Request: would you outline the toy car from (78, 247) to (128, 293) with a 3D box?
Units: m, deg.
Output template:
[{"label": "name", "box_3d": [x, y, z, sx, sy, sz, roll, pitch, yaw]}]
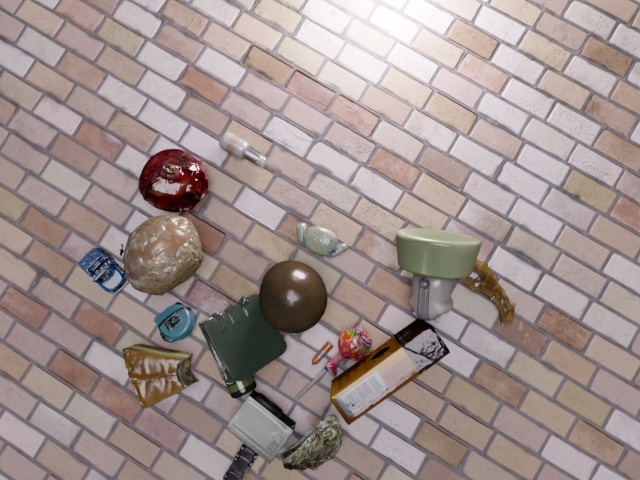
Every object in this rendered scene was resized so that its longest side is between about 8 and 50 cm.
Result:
[{"label": "toy car", "box_3d": [-0.819, 0.112, 1.804, 0.191, 0.100, 0.097, 43, 84, 0]}]

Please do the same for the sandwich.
[{"label": "sandwich", "box_3d": [-0.572, 0.451, 1.741, 0.198, 0.155, 0.227, -25, 85, -2]}]

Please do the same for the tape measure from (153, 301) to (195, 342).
[{"label": "tape measure", "box_3d": [-0.536, 0.307, 1.786, 0.146, 0.081, 0.125, -38, 67, -5]}]

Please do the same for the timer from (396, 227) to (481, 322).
[{"label": "timer", "box_3d": [0.400, 0.131, 1.700, 0.290, 0.291, 0.315, 5, 101, 2]}]

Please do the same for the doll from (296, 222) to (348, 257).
[{"label": "doll", "box_3d": [0.000, 0.000, 1.801, 0.214, 0.071, 0.104, 23, 85, 7]}]

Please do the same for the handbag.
[{"label": "handbag", "box_3d": [-0.277, 0.345, 1.718, 0.247, 0.079, 0.260, -25, 83, -37]}]

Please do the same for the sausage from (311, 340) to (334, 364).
[{"label": "sausage", "box_3d": [0.003, 0.423, 1.785, 0.031, 0.031, 0.107, 44, 88, 5]}]

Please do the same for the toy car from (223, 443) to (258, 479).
[{"label": "toy car", "box_3d": [-0.286, 0.811, 1.743, 0.071, 0.062, 0.165, 31, 88, 5]}]

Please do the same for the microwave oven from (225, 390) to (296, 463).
[{"label": "microwave oven", "box_3d": [-0.210, 0.660, 1.722, 0.205, 0.129, 0.163, 38, 85, 4]}]

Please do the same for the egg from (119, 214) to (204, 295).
[{"label": "egg", "box_3d": [-0.561, 0.049, 1.717, 0.279, 0.279, 0.310, 43, 111, 5]}]

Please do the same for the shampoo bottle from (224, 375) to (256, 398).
[{"label": "shampoo bottle", "box_3d": [-0.334, 0.429, 1.760, 0.101, 0.101, 0.284, -25, 85, 0]}]

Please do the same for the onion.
[{"label": "onion", "box_3d": [-0.545, -0.224, 1.767, 0.252, 0.219, 0.252, 1, 80, -6]}]

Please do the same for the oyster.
[{"label": "oyster", "box_3d": [-0.023, 0.716, 1.692, 0.267, 0.198, 0.112, -30, 48, 4]}]

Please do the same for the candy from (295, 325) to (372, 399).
[{"label": "candy", "box_3d": [0.038, 0.459, 1.757, 0.124, 0.124, 0.365, 45, 96, 5]}]

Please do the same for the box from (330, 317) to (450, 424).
[{"label": "box", "box_3d": [0.232, 0.438, 1.662, 0.415, 0.264, 0.116, -36, 85, 1]}]

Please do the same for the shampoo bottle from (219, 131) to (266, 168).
[{"label": "shampoo bottle", "box_3d": [-0.293, -0.345, 1.840, 0.192, 0.074, 0.074, 29, 87, 4]}]

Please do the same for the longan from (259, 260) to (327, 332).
[{"label": "longan", "box_3d": [-0.095, 0.199, 1.710, 0.258, 0.258, 0.258, 0, 85, 2]}]

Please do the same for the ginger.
[{"label": "ginger", "box_3d": [0.616, 0.188, 1.763, 0.131, 0.086, 0.295, -35, 89, -23]}]
